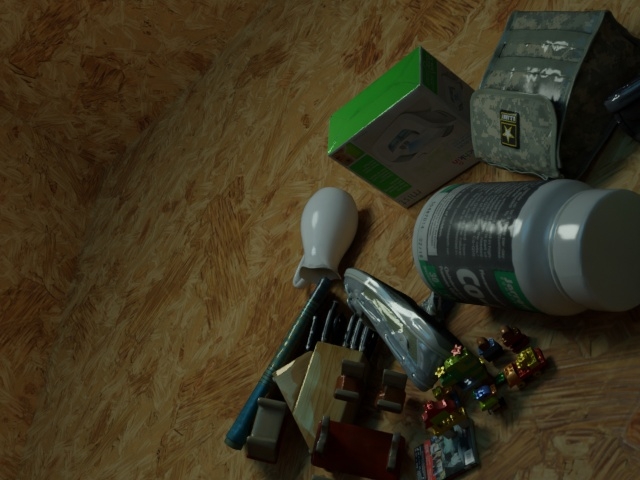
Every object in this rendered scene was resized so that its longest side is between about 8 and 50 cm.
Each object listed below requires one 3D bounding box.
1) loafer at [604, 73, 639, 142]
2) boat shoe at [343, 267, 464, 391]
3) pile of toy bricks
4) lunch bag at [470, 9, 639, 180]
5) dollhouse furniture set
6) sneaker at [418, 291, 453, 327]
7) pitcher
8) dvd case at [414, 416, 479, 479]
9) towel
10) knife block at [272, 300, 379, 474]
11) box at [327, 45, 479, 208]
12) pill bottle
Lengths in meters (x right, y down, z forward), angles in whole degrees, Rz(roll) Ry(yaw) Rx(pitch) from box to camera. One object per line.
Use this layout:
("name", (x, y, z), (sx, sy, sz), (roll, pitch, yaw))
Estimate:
("loafer", (0.592, -0.258, 1.426), (0.302, 0.095, 0.109), (-30, 7, 33))
("boat shoe", (0.122, 0.143, 1.614), (0.103, 0.118, 0.320), (-57, 39, 5))
("pile of toy bricks", (0.235, 0.204, 1.448), (0.212, 0.105, 0.118), (-39, 32, 19))
("lunch bag", (0.397, -0.246, 1.622), (0.235, 0.168, 0.287), (24, 90, 59))
("dollhouse furniture set", (0.012, 0.344, 1.566), (0.135, 0.259, 0.262), (88, -164, -64))
("sneaker", (0.201, 0.119, 1.668), (0.058, 0.052, 0.135), (-8, 54, 60))
("pitcher", (0.000, 0.000, 2.043), (0.177, 0.125, 0.207), (-29, 43, 54))
("dvd case", (0.199, 0.344, 1.475), (0.119, 0.013, 0.087), (-40, 32, 30))
("towel", (-0.078, 0.246, 1.870), (0.370, 0.040, 0.271), (-59, -2, -6))
("knife block", (0.049, 0.254, 1.710), (0.242, 0.088, 0.276), (-30, 57, -1))
("box", (0.185, -0.220, 1.854), (0.262, 0.231, 0.127), (-33, 36, 36))
("pill bottle", (0.324, 0.008, 1.424), (0.361, 0.204, 0.204), (2, 63, 59))
